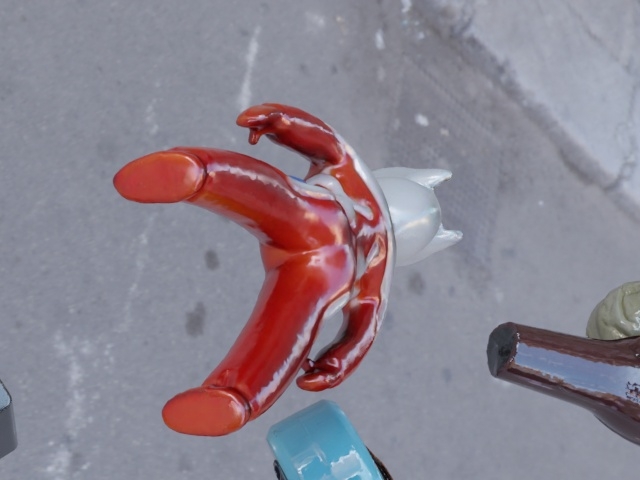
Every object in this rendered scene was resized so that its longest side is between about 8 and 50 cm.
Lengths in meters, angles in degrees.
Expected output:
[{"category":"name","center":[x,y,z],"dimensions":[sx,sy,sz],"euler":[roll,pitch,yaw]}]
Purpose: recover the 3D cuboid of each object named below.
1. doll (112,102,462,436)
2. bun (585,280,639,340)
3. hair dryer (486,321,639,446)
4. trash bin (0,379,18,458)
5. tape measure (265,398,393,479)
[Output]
[{"category":"doll","center":[0.000,0.000,0.708],"dimensions":[0.384,0.099,0.188],"euler":[-15,97,-64]},{"category":"bun","center":[0.382,0.108,1.207],"dimensions":[0.173,0.166,0.113],"euler":[39,27,-31]},{"category":"hair dryer","center":[0.367,0.059,1.024],"dimensions":[0.312,0.340,0.123],"euler":[21,28,-20]},{"category":"trash bin","center":[-0.572,0.295,1.670],"dimensions":[0.165,0.225,0.115],"euler":[-30,76,-28]},{"category":"tape measure","center":[0.013,0.184,0.780],"dimensions":[0.081,0.146,0.125],"euler":[-28,136,-9]}]
